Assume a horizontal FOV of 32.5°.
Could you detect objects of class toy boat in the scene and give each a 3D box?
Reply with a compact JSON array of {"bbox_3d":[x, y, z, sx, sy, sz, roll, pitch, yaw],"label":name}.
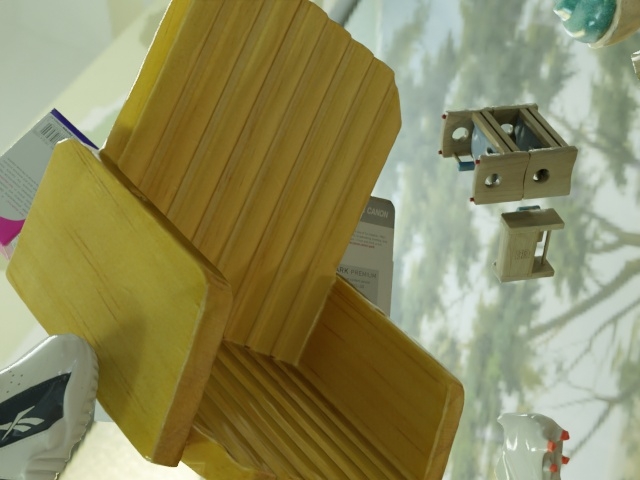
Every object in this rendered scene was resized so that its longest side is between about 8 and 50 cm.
[{"bbox_3d":[0.313,-0.369,1.220,0.318,0.148,0.268,104,163,-83],"label":"toy boat"}]

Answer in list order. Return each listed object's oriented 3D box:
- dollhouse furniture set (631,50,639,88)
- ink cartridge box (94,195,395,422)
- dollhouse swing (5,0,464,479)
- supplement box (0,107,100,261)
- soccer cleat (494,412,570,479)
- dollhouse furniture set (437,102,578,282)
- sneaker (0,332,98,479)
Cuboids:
[{"bbox_3d":[0.337,-0.100,0.869,0.151,0.123,0.144,53,-154,-31],"label":"dollhouse furniture set"},{"bbox_3d":[-0.068,0.069,1.184,0.309,0.130,0.272,12,-100,-45],"label":"ink cartridge box"},{"bbox_3d":[0.000,0.000,0.863,0.305,0.315,0.347,-54,-40,5],"label":"dollhouse swing"},{"bbox_3d":[-0.468,-0.088,1.772,0.220,0.111,0.114,-47,-3,-18],"label":"supplement box"},{"bbox_3d":[0.220,0.273,1.158,0.068,0.076,0.196,-13,-72,-46],"label":"soccer cleat"},{"bbox_3d":[0.224,-0.058,1.381,0.129,0.129,0.184,-114,22,-54],"label":"dollhouse furniture set"},{"bbox_3d":[-0.253,0.114,0.638,0.235,0.094,0.153,-41,-56,-5],"label":"sneaker"}]
